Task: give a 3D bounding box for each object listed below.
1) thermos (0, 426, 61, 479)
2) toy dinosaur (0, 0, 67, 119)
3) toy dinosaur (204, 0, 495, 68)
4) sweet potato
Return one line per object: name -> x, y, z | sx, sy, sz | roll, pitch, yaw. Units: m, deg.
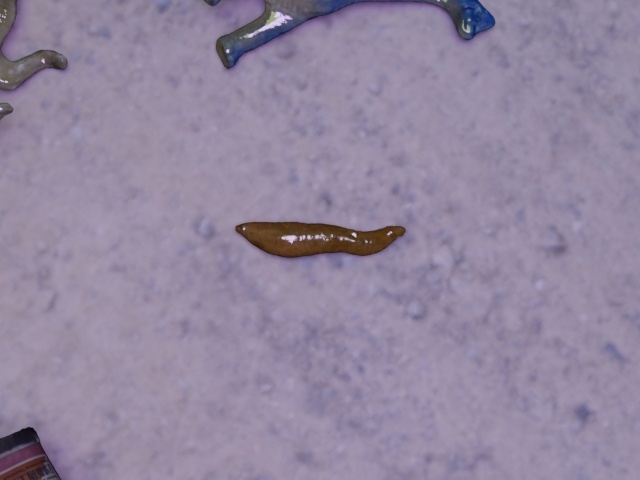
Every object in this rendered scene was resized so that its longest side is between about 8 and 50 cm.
thermos -> -0.148, 0.287, 0.782 | 0.136, 0.109, 0.330 | -31, 83, -8
toy dinosaur -> -0.284, -0.115, 0.871 | 0.294, 0.077, 0.162 | -35, 78, -22
toy dinosaur -> -0.011, -0.222, 0.917 | 0.188, 0.075, 0.248 | -22, 76, -16
sweet potato -> 0.000, 0.000, 0.885 | 0.115, 0.026, 0.026 | 3, 80, -5
